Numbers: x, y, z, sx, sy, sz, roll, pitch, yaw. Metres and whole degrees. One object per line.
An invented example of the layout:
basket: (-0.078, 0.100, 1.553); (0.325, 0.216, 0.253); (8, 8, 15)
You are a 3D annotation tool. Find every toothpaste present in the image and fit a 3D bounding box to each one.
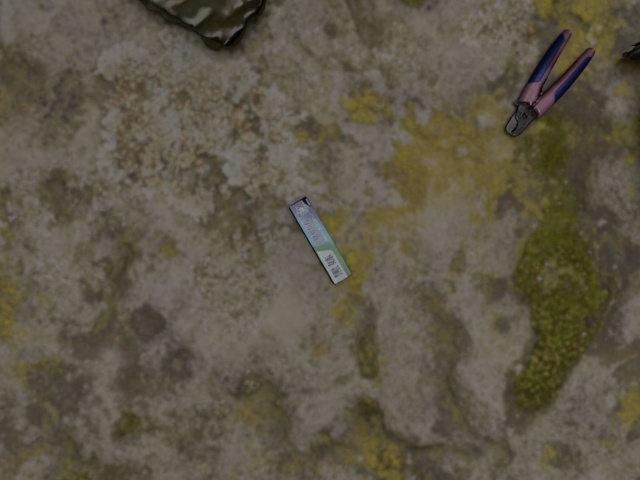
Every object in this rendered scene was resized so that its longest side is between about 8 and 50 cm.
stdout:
toothpaste: (0.000, 0.000, 0.529); (0.020, 0.017, 0.083); (-30, 89, -3)

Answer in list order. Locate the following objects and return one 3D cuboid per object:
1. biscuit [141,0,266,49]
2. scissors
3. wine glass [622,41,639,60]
biscuit: (-0.143, -0.309, 0.523); (0.273, 0.036, 0.187); (37, 88, 0)
scissors: (0.211, -0.144, 0.542); (0.039, 0.012, 0.113); (38, 88, -1)
wine glass: (0.327, -0.107, 0.519); (0.072, 0.072, 0.156); (-13, 89, -2)
